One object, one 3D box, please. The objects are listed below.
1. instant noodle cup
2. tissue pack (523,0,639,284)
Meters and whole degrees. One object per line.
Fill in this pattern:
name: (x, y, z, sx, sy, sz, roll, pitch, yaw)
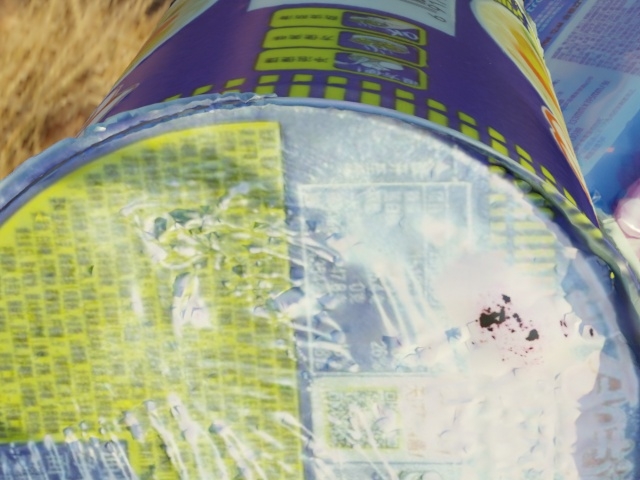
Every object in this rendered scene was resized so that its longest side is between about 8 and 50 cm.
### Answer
instant noodle cup: (0.000, 0.000, 0.835, 0.284, 0.284, 0.312, 21, 29, -7)
tissue pack: (0.212, -0.090, 1.236, 0.263, 0.198, 0.146, -50, 126, -15)
